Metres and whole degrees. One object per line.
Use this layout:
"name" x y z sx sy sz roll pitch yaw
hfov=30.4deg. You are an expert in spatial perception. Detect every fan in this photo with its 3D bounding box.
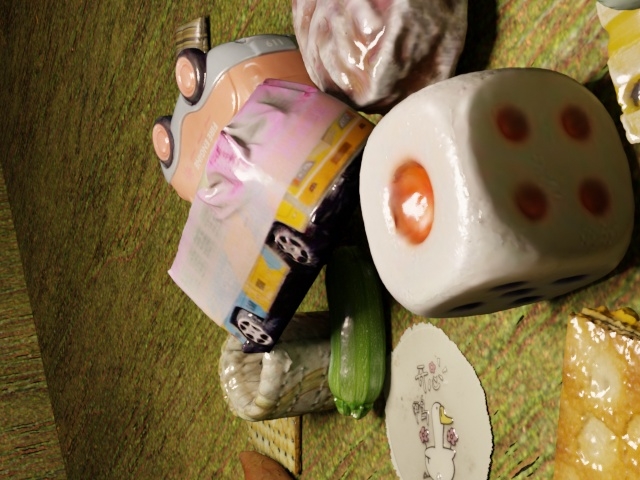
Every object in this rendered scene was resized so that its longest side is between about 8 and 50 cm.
"fan" 0.143 0.300 1.370 0.233 0.012 0.415 -27 69 62

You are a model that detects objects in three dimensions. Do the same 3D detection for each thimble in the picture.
"thimble" -0.041 0.160 1.562 0.190 0.143 0.137 -49 51 54

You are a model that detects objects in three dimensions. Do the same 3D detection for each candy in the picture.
"candy" 0.062 -0.264 1.287 0.214 0.157 0.290 -56 40 43

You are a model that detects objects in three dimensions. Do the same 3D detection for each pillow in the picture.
"pillow" -0.210 -0.260 1.939 0.113 0.038 0.204 0 94 62

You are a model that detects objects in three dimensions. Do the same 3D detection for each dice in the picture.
"dice" 0.160 -0.041 1.093 0.194 0.191 0.193 -40 60 59

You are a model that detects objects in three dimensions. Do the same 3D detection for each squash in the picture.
"squash" 0.044 0.115 1.471 0.077 0.068 0.219 1 92 18

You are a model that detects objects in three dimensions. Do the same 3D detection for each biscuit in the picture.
"biscuit" -0.078 0.266 1.790 0.203 0.016 0.144 15 107 61

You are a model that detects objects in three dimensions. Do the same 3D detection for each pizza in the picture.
"pizza" 0.304 0.207 0.971 0.258 0.087 0.269 29 121 53

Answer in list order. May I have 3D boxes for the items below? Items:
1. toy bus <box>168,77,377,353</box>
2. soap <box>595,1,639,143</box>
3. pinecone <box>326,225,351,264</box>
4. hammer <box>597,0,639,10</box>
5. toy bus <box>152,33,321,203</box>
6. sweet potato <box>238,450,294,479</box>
"toy bus" -0.059 -0.027 1.318 0.162 0.171 0.386 32 151 2
"soap" 0.319 -0.170 0.890 0.233 0.076 0.135 -33 65 59
"pinecone" 0.000 0.000 1.539 0.083 0.077 0.077 19 111 49
"hammer" 0.280 -0.143 0.789 0.206 0.118 0.336 -35 68 59
"toy bus" -0.081 -0.131 1.573 0.232 0.194 0.288 56 142 23
"sweet potato" -0.045 0.446 1.672 0.106 0.095 0.355 -50 52 48
